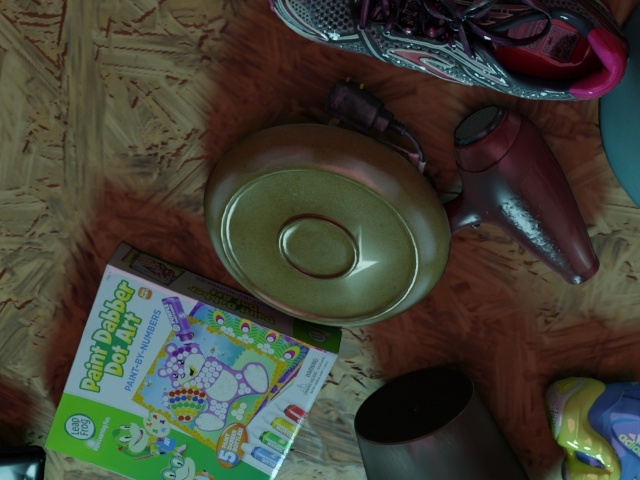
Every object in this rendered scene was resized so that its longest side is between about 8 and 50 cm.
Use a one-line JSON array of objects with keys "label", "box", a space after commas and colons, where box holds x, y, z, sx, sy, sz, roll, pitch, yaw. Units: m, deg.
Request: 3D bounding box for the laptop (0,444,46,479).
[{"label": "laptop", "box": [-0.563, 0.336, 1.077, 0.407, 0.236, 0.382, 1, 119, -24]}]

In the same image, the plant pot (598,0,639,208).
[{"label": "plant pot", "box": [0.386, -0.087, 0.705, 0.290, 0.195, 0.290, 2, 116, 4]}]

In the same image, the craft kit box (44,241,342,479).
[{"label": "craft kit box", "box": [-0.138, 0.156, 0.949, 0.246, 0.061, 0.250, 23, 115, -3]}]

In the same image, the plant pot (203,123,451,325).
[{"label": "plant pot", "box": [0.000, 0.000, 0.829, 0.236, 0.032, 0.236, 9, 131, 11]}]

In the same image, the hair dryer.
[{"label": "hair dryer", "box": [0.123, -0.031, 0.839, 0.293, 0.080, 0.224, 17, 132, 2]}]

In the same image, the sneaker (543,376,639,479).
[{"label": "sneaker", "box": [0.312, 0.246, 0.932, 0.126, 0.091, 0.240, -12, 113, 10]}]

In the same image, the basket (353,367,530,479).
[{"label": "basket", "box": [0.134, 0.259, 0.924, 0.204, 0.154, 0.227, -12, 112, 28]}]

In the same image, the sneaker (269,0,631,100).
[{"label": "sneaker", "box": [0.104, -0.188, 0.727, 0.299, 0.112, 0.121, 11, 116, 0]}]
